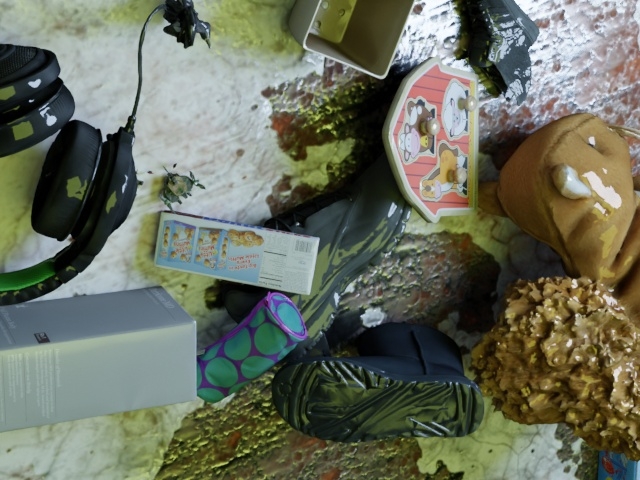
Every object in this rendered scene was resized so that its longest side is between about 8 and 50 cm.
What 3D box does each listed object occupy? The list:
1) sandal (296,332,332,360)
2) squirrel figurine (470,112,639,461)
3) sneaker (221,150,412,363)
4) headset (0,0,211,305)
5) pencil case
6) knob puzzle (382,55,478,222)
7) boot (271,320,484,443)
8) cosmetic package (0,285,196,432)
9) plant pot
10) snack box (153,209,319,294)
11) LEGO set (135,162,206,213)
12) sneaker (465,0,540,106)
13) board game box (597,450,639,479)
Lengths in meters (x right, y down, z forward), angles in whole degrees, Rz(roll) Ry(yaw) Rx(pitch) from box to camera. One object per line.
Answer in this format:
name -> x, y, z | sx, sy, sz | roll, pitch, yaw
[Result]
sandal -> 0.001, 0.169, 1.613 | 0.067, 0.040, 0.179 | -30, 117, -14
squirrel figurine -> 0.346, 0.051, 1.596 | 0.370, 0.281, 0.397 | 39, 74, -23
sneaker -> 0.000, 0.000, 1.526 | 0.130, 0.109, 0.286 | 39, 82, -16
headset -> -0.279, -0.109, 1.356 | 0.394, 0.185, 0.243 | -38, 116, 7
pencil case -> -0.087, 0.121, 1.476 | 0.151, 0.064, 0.070 | -37, 112, 24
knob puzzle -> 0.136, -0.116, 1.520 | 0.213, 0.030, 0.213 | -3, 94, -53
boot -> 0.060, 0.160, 1.554 | 0.246, 0.207, 0.094 | 4, 102, -6
cosmetic package -> -0.261, 0.124, 1.423 | 0.238, 0.127, 0.107 | -10, 112, -25
plant pot -> 0.025, -0.252, 1.453 | 0.109, 0.096, 0.109 | 17, 99, -29
snack box -> -0.094, 0.013, 1.474 | 0.178, 0.022, 0.064 | 10, 101, 3
LEGO set -> -0.170, -0.061, 1.467 | 0.083, 0.023, 0.054 | 21, 80, -14
sneaker -> 0.202, -0.242, 1.569 | 0.170, 0.051, 0.089 | 37, 84, -34
board game box -> 0.546, 0.318, 1.902 | 0.308, 0.086, 0.302 | -9, 110, -23
